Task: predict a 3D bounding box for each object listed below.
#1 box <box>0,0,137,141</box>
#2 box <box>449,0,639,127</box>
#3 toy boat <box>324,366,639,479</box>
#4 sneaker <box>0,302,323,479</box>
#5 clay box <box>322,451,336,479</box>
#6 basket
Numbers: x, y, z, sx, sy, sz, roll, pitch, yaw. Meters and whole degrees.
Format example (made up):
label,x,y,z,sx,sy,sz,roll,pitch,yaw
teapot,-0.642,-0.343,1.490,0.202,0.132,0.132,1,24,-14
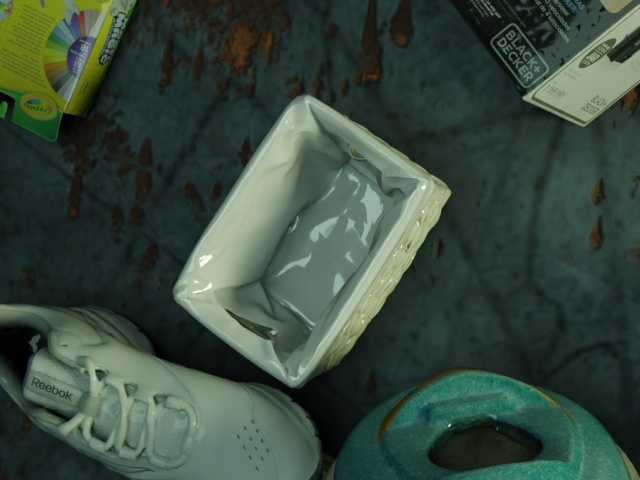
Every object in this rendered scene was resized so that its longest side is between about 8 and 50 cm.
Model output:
label,x,y,z,sx,sy,sz,roll,pitch,yaw
box,-0.193,-0.170,1.273,0.105,0.043,0.179,27,96,17
box,0.231,-0.198,1.061,0.290,0.169,0.087,-39,75,16
toy boat,0.158,0.128,1.066,0.318,0.267,0.148,-9,107,-8
sneaker,-0.126,0.120,1.164,0.297,0.129,0.111,20,91,37
clay box,-0.042,0.251,1.209,0.127,0.053,0.222,28,99,17
basket,0.000,0.000,1.171,0.113,0.103,0.167,36,101,16
